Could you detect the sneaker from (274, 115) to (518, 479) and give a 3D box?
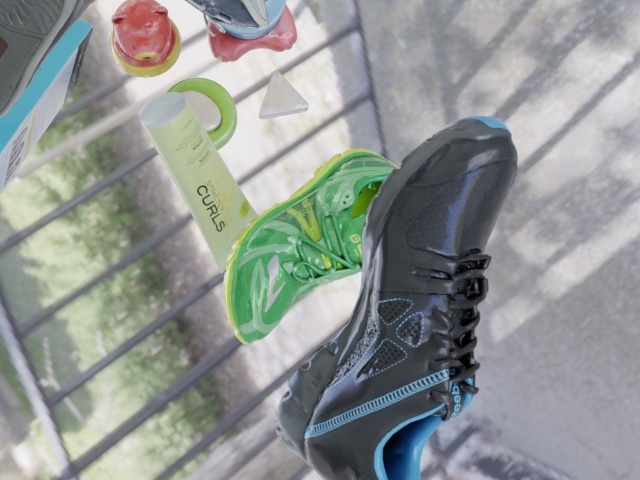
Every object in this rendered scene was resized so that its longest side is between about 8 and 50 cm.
[{"bbox_3d":[0.090,0.066,0.961,0.139,0.125,0.341,40,117,38],"label":"sneaker"}]

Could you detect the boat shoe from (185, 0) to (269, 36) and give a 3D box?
[{"bbox_3d":[-0.131,-0.323,1.555,0.254,0.079,0.095,-6,-104,-77],"label":"boat shoe"}]

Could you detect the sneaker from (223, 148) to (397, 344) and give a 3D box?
[{"bbox_3d":[0.000,0.000,1.367,0.123,0.295,0.109,17,145,43],"label":"sneaker"}]

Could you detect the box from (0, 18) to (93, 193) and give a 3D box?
[{"bbox_3d":[-0.289,-0.096,1.044,0.060,0.244,0.100,29,146,-5],"label":"box"}]

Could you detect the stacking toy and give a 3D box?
[{"bbox_3d":[-0.173,-0.306,1.938,0.130,0.308,0.280,104,143,-76],"label":"stacking toy"}]

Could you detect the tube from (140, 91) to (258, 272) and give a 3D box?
[{"bbox_3d":[-0.139,-0.072,1.441,0.062,0.070,0.240,-109,-5,-49],"label":"tube"}]

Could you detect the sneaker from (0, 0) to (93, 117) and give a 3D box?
[{"bbox_3d":[-0.228,-0.172,0.930,0.083,0.118,0.222,48,132,-13],"label":"sneaker"}]
